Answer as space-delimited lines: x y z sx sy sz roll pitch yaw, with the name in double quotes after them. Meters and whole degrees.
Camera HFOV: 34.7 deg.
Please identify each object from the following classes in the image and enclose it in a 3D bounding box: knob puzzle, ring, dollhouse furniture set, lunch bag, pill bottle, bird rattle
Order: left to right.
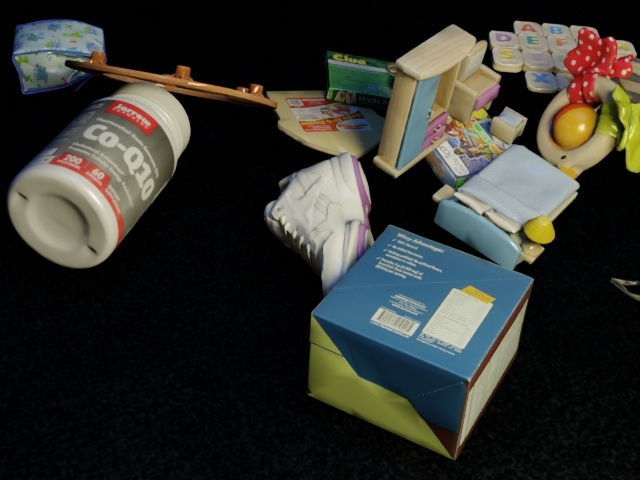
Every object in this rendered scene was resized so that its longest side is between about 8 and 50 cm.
-0.448 -0.323 1.772 0.151 0.096 0.129 -12 39 -5 "lunch bag"
-0.301 -0.103 1.447 0.161 0.161 0.283 14 39 12 "pill bottle"
-0.230 -0.253 1.609 0.337 0.032 0.336 11 5 -1 "ring"
0.018 -0.185 1.687 0.213 0.030 0.213 9 37 -7 "knob puzzle"
0.278 -0.156 1.495 0.303 0.198 0.286 37 52 21 "dollhouse furniture set"
0.425 -0.209 1.632 0.143 0.207 0.253 25 32 -42 "bird rattle"

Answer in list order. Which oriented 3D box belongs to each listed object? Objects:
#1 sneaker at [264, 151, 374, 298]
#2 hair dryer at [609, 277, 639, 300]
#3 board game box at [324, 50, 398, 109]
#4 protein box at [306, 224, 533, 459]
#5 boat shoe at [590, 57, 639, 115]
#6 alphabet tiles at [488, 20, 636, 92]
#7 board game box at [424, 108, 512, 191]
0.000 0.000 1.413 0.152 0.114 0.305 -13 37 7 "sneaker"
0.565 0.074 1.383 0.293 0.080 0.224 18 40 40 "hair dryer"
0.137 -0.268 1.785 0.260 0.030 0.136 8 39 -8 "board game box"
0.119 0.115 1.226 0.200 0.136 0.201 21 41 21 "protein box"
0.582 -0.175 1.678 0.130 0.132 0.355 -38 46 -17 "boat shoe"
0.467 -0.354 1.962 0.284 0.021 0.278 5 37 1 "alphabet tiles"
0.223 -0.165 1.654 0.136 0.035 0.201 -13 51 -21 "board game box"
